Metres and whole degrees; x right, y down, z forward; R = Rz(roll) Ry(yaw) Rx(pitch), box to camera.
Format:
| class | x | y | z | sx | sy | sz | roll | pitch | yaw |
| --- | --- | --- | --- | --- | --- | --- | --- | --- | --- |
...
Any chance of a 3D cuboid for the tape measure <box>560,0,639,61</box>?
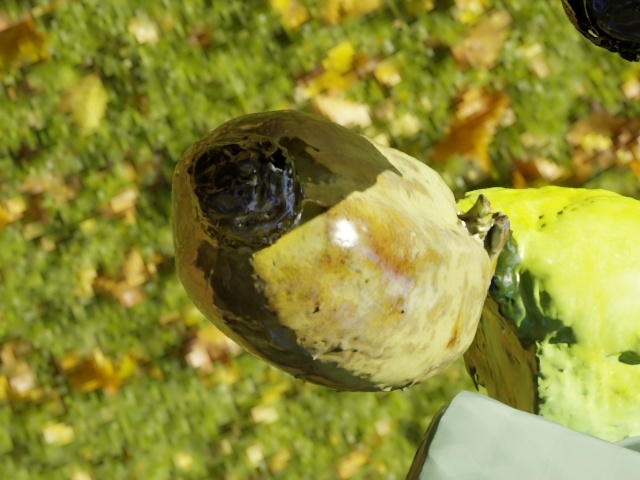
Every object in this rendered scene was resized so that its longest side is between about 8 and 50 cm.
| class | x | y | z | sx | sy | sz | roll | pitch | yaw |
| --- | --- | --- | --- | --- | --- | --- | --- | --- | --- |
| tape measure | 0.169 | -0.198 | 0.995 | 0.135 | 0.223 | 0.202 | -21 | -172 | 23 |

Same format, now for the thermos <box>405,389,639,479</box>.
| class | x | y | z | sx | sy | sz | roll | pitch | yaw |
| --- | --- | --- | --- | --- | --- | --- | --- | --- | --- |
| thermos | 0.199 | 0.196 | 1.203 | 0.286 | 0.182 | 0.145 | 18 | 143 | 12 |

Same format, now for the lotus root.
| class | x | y | z | sx | sy | sz | roll | pitch | yaw |
| --- | --- | --- | --- | --- | --- | --- | --- | --- | --- |
| lotus root | 0.000 | 0.000 | 1.160 | 0.173 | 0.173 | 0.309 | -39 | 152 | 18 |

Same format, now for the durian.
| class | x | y | z | sx | sy | sz | roll | pitch | yaw |
| --- | --- | --- | --- | --- | --- | --- | --- | --- | --- |
| durian | 0.238 | 0.078 | 1.613 | 0.339 | 0.204 | 0.256 | -5 | 100 | -21 |
